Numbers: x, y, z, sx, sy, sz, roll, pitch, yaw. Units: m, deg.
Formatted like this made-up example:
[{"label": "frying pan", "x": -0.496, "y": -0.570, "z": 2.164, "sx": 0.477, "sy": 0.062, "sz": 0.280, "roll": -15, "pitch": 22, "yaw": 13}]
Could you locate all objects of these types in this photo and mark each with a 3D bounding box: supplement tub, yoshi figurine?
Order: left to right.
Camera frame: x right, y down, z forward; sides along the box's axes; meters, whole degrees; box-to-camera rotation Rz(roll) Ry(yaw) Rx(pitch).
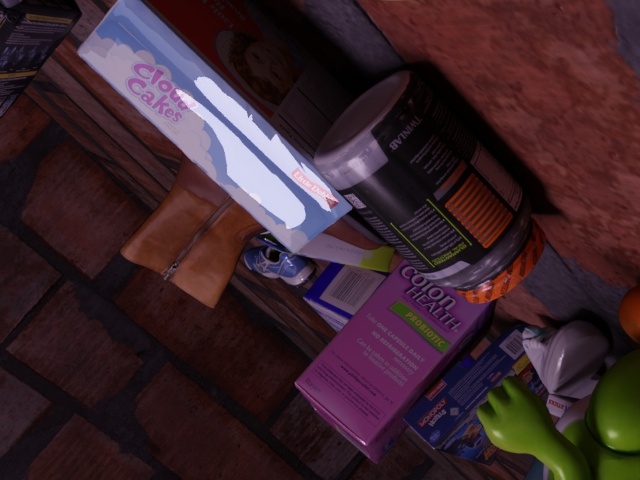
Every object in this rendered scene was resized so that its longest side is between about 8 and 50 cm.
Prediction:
[{"label": "supplement tub", "x": 0.096, "y": -0.041, "z": 0.784, "sx": 0.190, "sy": 0.117, "sz": 0.117, "roll": 45, "pitch": 169, "yaw": -18}, {"label": "yoshi figurine", "x": 0.194, "y": 0.208, "z": 0.794, "sx": 0.204, "sy": 0.362, "sz": 0.203, "roll": 40, "pitch": 170, "yaw": 0}]

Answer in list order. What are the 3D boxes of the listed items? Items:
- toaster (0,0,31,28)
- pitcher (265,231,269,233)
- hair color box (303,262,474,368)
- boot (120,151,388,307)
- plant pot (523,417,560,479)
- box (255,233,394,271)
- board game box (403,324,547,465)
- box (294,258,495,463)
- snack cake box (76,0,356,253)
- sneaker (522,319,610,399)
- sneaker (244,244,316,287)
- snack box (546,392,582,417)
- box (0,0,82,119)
[{"label": "toaster", "x": -0.340, "y": -0.348, "z": 0.953, "sx": 0.227, "sy": 0.146, "sz": 0.129, "roll": 48, "pitch": 168, "yaw": -32}, {"label": "pitcher", "x": -0.085, "y": -0.108, "z": 1.170, "sx": 0.178, "sy": 0.125, "sz": 0.207, "roll": 6, "pitch": 138, "yaw": 43}, {"label": "hair color box", "x": 0.142, "y": 0.180, "z": 1.548, "sx": 0.339, "sy": 0.110, "sz": 0.185, "roll": 45, "pitch": 167, "yaw": -33}, {"label": "boot", "x": -0.083, "y": 0.000, "z": 1.129, "sx": 0.264, "sy": 0.096, "sz": 0.280, "roll": 28, "pitch": 127, "yaw": -13}, {"label": "plant pot", "x": 0.362, "y": 0.371, "z": 1.123, "sx": 0.293, "sy": 0.235, "sz": 0.293, "roll": 37, "pitch": 173, "yaw": 5}, {"label": "box", "x": 0.000, "y": 0.000, "z": 1.271, "sx": 0.178, "sy": 0.042, "sz": 0.109, "roll": 12, "pitch": -173, "yaw": -35}, {"label": "board game box", "x": 0.217, "y": 0.212, "z": 1.197, "sx": 0.060, "sy": 0.194, "sz": 0.194, "roll": 42, "pitch": 172, "yaw": 34}, {"label": "box", "x": 0.101, "y": 0.149, "z": 1.188, "sx": 0.117, "sy": 0.243, "sz": 0.213, "roll": 38, "pitch": 169, "yaw": 17}, {"label": "snack cake box", "x": -0.071, "y": -0.134, "z": 0.852, "sx": 0.264, "sy": 0.152, "sz": 0.089, "roll": 43, "pitch": 126, "yaw": -12}, {"label": "sneaker", "x": 0.261, "y": 0.124, "z": 1.027, "sx": 0.094, "sy": 0.080, "sz": 0.212, "roll": 52, "pitch": 175, "yaw": 27}, {"label": "sneaker", "x": -0.090, "y": 0.031, "z": 1.851, "sx": 0.211, "sy": 0.080, "sz": 0.081, "roll": 8, "pitch": 141, "yaw": 53}, {"label": "snack box", "x": 0.326, "y": 0.190, "z": 0.973, "sx": 0.178, "sy": 0.022, "sz": 0.064, "roll": 14, "pitch": -179, "yaw": -27}, {"label": "box", "x": -0.510, "y": -0.225, "z": 1.271, "sx": 0.097, "sy": 0.318, "sz": 0.395, "roll": 42, "pitch": -169, "yaw": -5}]
